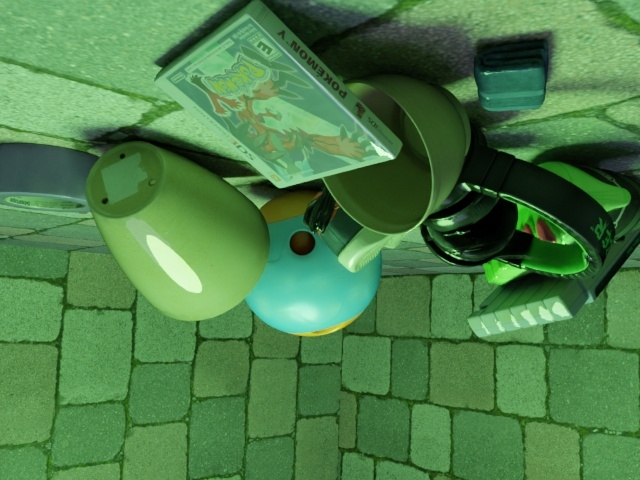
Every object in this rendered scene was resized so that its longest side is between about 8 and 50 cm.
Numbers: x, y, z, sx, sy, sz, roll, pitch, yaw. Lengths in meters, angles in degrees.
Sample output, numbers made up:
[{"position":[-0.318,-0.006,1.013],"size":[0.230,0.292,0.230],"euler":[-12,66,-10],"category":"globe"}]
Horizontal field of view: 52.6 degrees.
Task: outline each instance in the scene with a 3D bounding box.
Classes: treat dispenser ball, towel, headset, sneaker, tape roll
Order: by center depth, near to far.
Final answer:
[{"position":[0.184,-0.155,0.624],"size":[0.067,0.029,0.119],"euler":[0,174,17],"category":"towel"},{"position":[0.166,-0.032,0.848],"size":[0.394,0.185,0.243],"euler":[24,168,32],"category":"headset"},{"position":[-0.457,-0.100,1.083],"size":[0.189,0.080,0.189],"euler":[3,173,0],"category":"tape roll"},{"position":[0.398,-0.015,1.111],"size":[0.202,0.185,0.483],"euler":[0,177,-1],"category":"sneaker"},{"position":[0.095,-0.063,1.144],"size":[0.131,0.148,0.350],"euler":[-50,168,25],"category":"sneaker"},{"position":[-0.023,0.043,1.275],"size":[0.288,0.288,0.288],"euler":[2,173,0],"category":"treat dispenser ball"}]

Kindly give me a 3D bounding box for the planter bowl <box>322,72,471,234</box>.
[{"position":[0.085,-0.100,0.667],"size":[0.109,0.162,0.162],"euler":[-30,-167,-34],"category":"planter bowl"}]

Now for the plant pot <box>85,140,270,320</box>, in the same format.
[{"position":[-0.246,-0.033,1.036],"size":[0.256,0.256,0.274],"euler":[0,157,16],"category":"plant pot"}]

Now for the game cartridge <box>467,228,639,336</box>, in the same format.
[{"position":[0.454,0.049,1.200],"size":[0.355,0.068,0.230],"euler":[-37,-171,-33],"category":"game cartridge"}]

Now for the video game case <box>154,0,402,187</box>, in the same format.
[{"position":[-0.048,-0.125,0.624],"size":[0.183,0.023,0.201],"euler":[39,154,-26],"category":"video game case"}]
